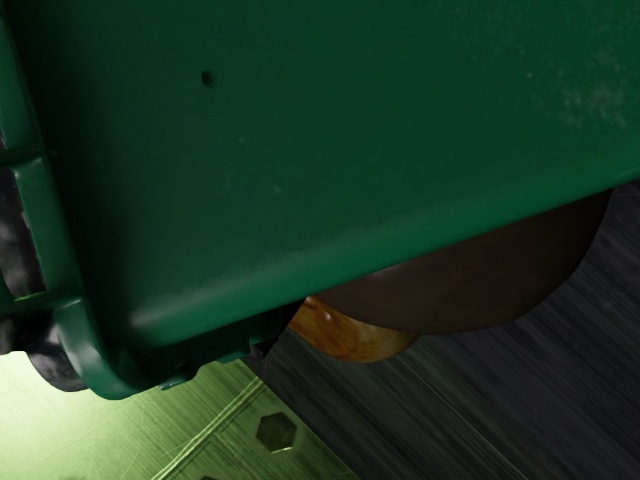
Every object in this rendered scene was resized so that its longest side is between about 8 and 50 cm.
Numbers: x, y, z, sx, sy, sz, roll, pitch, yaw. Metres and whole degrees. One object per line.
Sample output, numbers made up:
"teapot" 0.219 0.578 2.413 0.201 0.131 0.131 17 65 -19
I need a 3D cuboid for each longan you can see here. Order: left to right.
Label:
"longan" 0.084 -0.074 0.834 0.297 0.297 0.297 41 160 18

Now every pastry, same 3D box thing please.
"pastry" 0.000 0.000 1.338 0.356 0.164 0.356 36 153 22

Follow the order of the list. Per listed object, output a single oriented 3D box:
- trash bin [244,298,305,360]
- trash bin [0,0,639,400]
"trash bin" -0.049 -0.063 1.038 0.203 0.301 0.252 32 165 17
"trash bin" 0.011 -0.085 0.570 0.295 0.381 0.259 -11 -97 -72
